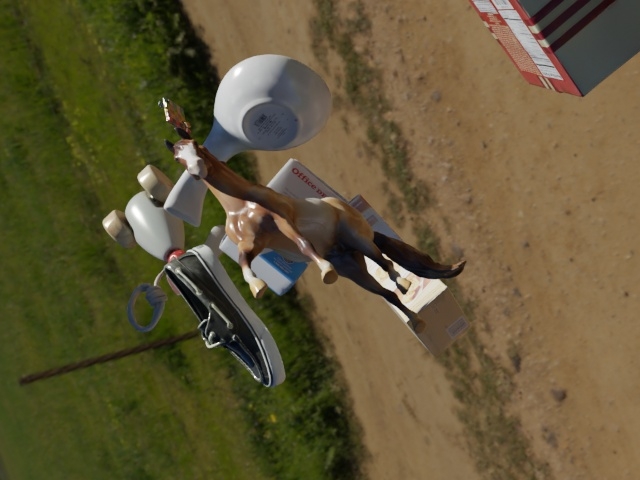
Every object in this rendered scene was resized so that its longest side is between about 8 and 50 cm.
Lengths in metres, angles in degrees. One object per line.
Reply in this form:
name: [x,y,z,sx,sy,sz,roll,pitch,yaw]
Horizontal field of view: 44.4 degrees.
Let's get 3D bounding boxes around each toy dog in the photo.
toy dog: [-0.282,0.016,1.547,0.161,0.220,0.334,26,-140,-64]

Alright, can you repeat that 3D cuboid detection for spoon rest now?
spoon rest: [-0.100,-0.130,0.990,0.276,0.137,0.084,-40,33,33]

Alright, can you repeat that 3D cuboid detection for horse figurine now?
horse figurine: [0.000,0.000,0.676,0.066,0.263,0.174,-61,39,19]

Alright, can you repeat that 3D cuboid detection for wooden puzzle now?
wooden puzzle: [-0.252,-0.218,1.364,0.006,0.083,0.049,-26,63,22]

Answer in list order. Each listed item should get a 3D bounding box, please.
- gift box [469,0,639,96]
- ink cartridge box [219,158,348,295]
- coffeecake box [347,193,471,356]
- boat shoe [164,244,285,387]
gift box: [0.357,-0.385,1.080,0.276,0.258,0.255,50,-174,-21]
ink cartridge box: [-0.059,-0.024,1.347,0.139,0.191,0.082,39,148,-2]
coffeecake box: [0.101,0.047,1.027,0.185,0.068,0.142,50,-179,34]
boat shoe: [-0.131,0.111,1.048,0.219,0.070,0.078,54,149,10]
